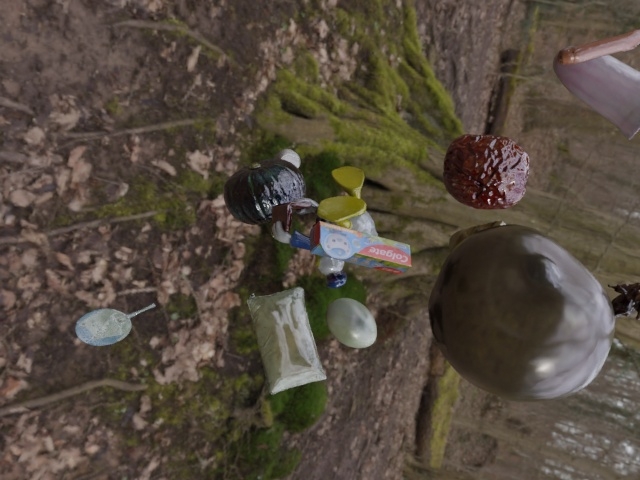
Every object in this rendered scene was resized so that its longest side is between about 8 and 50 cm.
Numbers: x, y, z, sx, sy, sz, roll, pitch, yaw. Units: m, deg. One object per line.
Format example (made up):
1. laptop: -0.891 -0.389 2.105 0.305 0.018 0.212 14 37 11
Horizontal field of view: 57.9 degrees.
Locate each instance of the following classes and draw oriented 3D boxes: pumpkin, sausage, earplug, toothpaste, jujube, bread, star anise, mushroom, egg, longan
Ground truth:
1. pumpkin: -0.154 -0.119 1.730 0.248 0.248 0.247 15 90 -82
2. sausage: 0.602 -0.412 1.236 0.043 0.187 0.043 -15 90 -88
3. earplug: 0.776 -0.432 1.584 0.172 0.301 0.172 -47 167 -15
4. toothpaste: 0.075 0.024 1.063 0.044 0.194 0.070 -45 -142 51
5. jujube: 0.467 -0.196 1.634 0.213 0.232 0.212 13 90 -68
6. bread: 0.416 0.027 1.510 0.088 0.128 0.232 -30 -176 -20
7. star anise: 0.718 0.132 1.240 0.212 0.157 0.054 -40 169 32
8. mushroom: -0.126 -0.270 2.035 0.225 0.093 0.116 -121 -136 -71
9. egg: 0.082 0.218 1.517 0.114 0.152 0.114 -45 -176 4
10. longan: 0.398 0.146 1.165 0.361 0.361 0.360 15 90 -82

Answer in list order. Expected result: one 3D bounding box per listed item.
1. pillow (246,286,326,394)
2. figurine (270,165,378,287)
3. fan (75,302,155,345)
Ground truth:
1. pillow: -0.102 0.289 1.732 0.075 0.185 0.302 141 -64 -65
2. figurine: 0.000 0.000 1.414 0.204 0.284 0.338 -57 149 -42
3. fan: -0.434 0.173 1.235 0.005 0.176 0.113 -118 -175 -46
